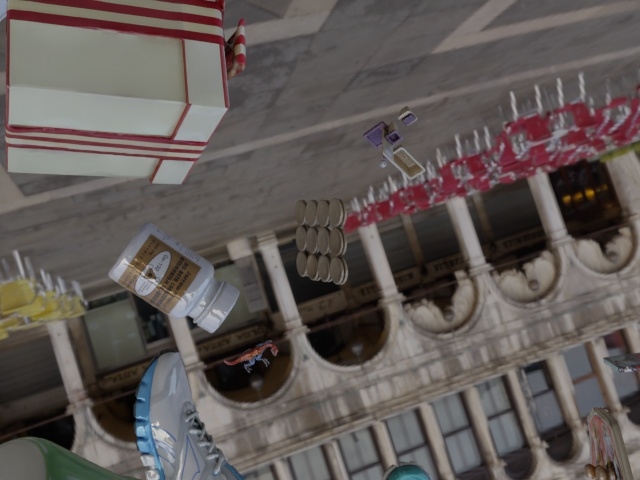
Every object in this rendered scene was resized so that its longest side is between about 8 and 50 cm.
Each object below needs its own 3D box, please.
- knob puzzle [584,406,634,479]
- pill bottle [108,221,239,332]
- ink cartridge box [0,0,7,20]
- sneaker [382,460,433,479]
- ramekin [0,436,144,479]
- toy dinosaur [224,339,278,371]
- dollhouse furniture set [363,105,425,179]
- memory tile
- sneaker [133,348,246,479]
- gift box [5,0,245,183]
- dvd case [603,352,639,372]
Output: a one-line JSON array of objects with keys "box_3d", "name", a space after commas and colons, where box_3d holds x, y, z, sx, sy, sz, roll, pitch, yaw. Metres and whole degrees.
[{"box_3d": [0.347, 0.290, 0.811, 0.030, 0.213, 0.213, -9, 179, 9], "name": "knob puzzle"}, {"box_3d": [-0.280, 0.078, 1.302, 0.131, 0.229, 0.131, -52, -168, 16], "name": "pill bottle"}, {"box_3d": [-0.441, -0.437, 0.792, 0.226, 0.131, 0.306, -48, 166, -13], "name": "ink cartridge box"}, {"box_3d": [0.169, 0.511, 1.133, 0.107, 0.275, 0.110, -10, -174, -8], "name": "sneaker"}, {"box_3d": [-0.286, 0.332, 0.604, 0.303, 0.148, 0.303, -30, -147, 21], "name": "ramekin"}, {"box_3d": [-0.123, 0.221, 1.278, 0.090, 0.047, 0.082, -7, 152, -45], "name": "toy dinosaur"}, {"box_3d": [0.136, -0.130, 1.040, 0.091, 0.081, 0.114, -31, 127, 30], "name": "dollhouse furniture set"}, {"box_3d": [0.000, 0.000, 0.901, 0.012, 0.113, 0.148, -3, -176, -26], "name": "memory tile"}, {"box_3d": [-0.101, 0.183, 0.550, 0.083, 0.190, 0.071, -7, 177, 10], "name": "sneaker"}, {"box_3d": [-0.237, -0.235, 0.803, 0.258, 0.276, 0.255, 2, 167, -25], "name": "gift box"}, {"box_3d": [0.592, 0.220, 1.224, 0.120, 0.013, 0.087, -10, -179, 7], "name": "dvd case"}]
